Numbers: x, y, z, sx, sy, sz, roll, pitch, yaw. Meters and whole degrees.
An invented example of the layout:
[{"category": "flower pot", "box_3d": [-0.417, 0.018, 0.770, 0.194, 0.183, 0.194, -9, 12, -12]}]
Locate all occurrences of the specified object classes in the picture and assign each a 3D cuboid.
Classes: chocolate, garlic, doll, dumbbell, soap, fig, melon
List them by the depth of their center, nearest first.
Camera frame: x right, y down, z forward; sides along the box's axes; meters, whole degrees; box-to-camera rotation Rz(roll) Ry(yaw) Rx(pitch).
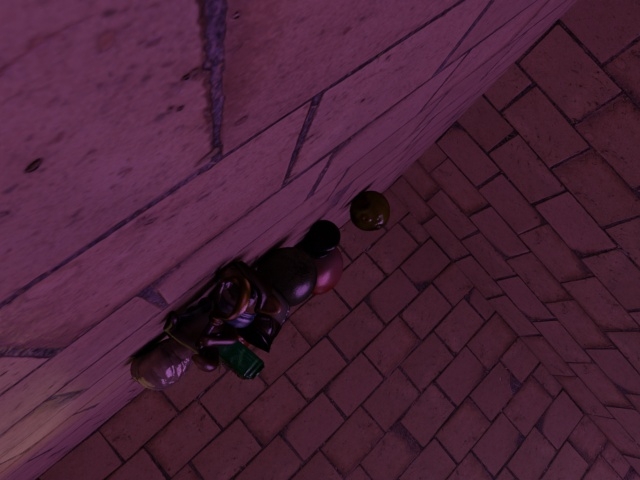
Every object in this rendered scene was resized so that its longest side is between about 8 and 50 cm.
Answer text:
[{"category": "doll", "box_3d": [-0.298, 0.205, 1.250, 0.340, 0.209, 0.318, -39, -150, 2]}, {"category": "garlic", "box_3d": [-0.536, 0.427, 1.471, 0.228, 0.152, 0.228, -26, 179, 0]}, {"category": "soap", "box_3d": [-0.334, 0.382, 1.491, 0.098, 0.273, 0.218, -52, -153, -21]}, {"category": "chocolate", "box_3d": [-0.230, 0.238, 1.510, 0.186, 0.283, 0.283, -47, 180, -26]}, {"category": "melon", "box_3d": [-0.142, 0.152, 1.711, 0.237, 0.237, 0.301, -38, -179, -35]}, {"category": "dumbbell", "box_3d": [0.000, 0.000, 2.075, 0.152, 0.152, 0.218, -39, 177, -19]}, {"category": "fig", "box_3d": [0.298, -0.184, 2.469, 0.239, 0.239, 0.271, -43, -170, 41]}]

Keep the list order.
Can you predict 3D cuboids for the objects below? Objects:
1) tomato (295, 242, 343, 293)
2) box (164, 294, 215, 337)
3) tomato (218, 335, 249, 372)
[{"category": "tomato", "box_3d": [-0.023, 0.135, 2.358, 0.321, 0.321, 0.321, -40, 177, -2]}, {"category": "box", "box_3d": [-0.449, 0.265, 1.504, 0.121, 0.030, 0.193, -42, 177, 23]}, {"category": "tomato", "box_3d": [-0.414, 0.388, 1.751, 0.256, 0.256, 0.224, -41, -167, 19]}]
